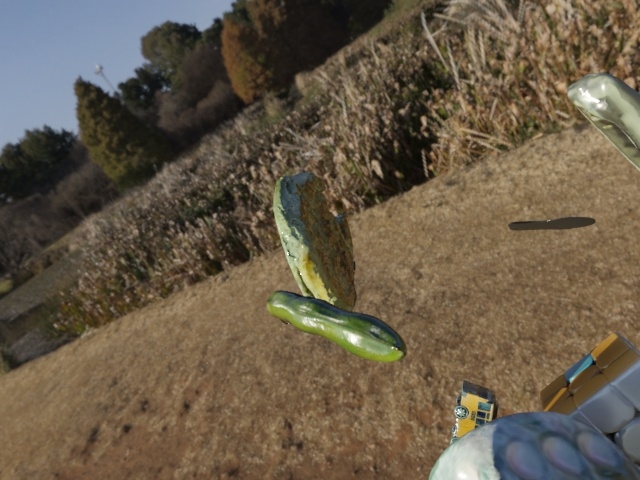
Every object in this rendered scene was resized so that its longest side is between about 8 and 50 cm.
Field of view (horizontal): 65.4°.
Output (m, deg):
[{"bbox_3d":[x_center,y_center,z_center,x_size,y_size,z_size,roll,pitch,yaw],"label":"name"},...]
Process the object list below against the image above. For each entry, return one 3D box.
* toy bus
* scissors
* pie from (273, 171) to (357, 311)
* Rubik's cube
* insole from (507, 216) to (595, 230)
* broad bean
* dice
[{"bbox_3d":[0.394,0.463,1.278,0.103,0.182,0.091,8,7,18],"label":"toy bus"},{"bbox_3d":[0.270,-0.028,0.340,0.138,0.289,0.041,-65,20,-8],"label":"scissors"},{"bbox_3d":[0.000,0.005,0.961,0.067,0.302,0.302,-21,22,19],"label":"pie"},{"bbox_3d":[0.776,0.454,1.265,0.291,0.290,0.292,-48,-13,16],"label":"Rubik's cube"},{"bbox_3d":[0.541,-0.039,1.174,0.188,0.064,0.004,-3,63,27],"label":"insole"},{"bbox_3d":[-0.003,0.078,0.498,0.227,0.069,0.039,4,61,61],"label":"broad bean"},{"bbox_3d":[0.431,0.560,0.984,0.328,0.348,0.330,2,40,-19],"label":"dice"}]
